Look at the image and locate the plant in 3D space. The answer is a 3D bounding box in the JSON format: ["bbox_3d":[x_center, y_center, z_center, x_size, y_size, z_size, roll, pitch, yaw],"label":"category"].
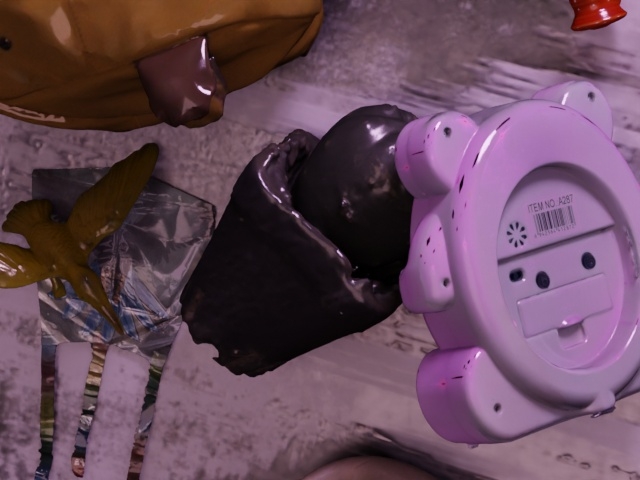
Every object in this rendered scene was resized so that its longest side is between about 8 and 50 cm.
[{"bbox_3d":[0.000,0.000,1.407,0.164,0.142,0.256,46,112,4],"label":"plant"}]

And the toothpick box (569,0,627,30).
[{"bbox_3d":[0.205,-0.204,1.360,0.047,0.047,0.083,-14,98,17],"label":"toothpick box"}]

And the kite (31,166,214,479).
[{"bbox_3d":[-0.179,0.088,1.538,0.169,0.015,0.310,6,102,13],"label":"kite"}]

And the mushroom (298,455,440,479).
[{"bbox_3d":[0.037,0.282,1.421,0.204,0.204,0.204,3,101,15],"label":"mushroom"}]

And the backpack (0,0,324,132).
[{"bbox_3d":[-0.172,-0.242,1.375,0.378,0.201,0.354,-19,91,15],"label":"backpack"}]

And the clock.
[{"bbox_3d":[0.161,0.014,1.331,0.090,0.227,0.248,-10,95,56],"label":"clock"}]

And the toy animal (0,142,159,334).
[{"bbox_3d":[-0.205,0.017,1.483,0.219,0.095,0.155,-33,86,-14],"label":"toy animal"}]
